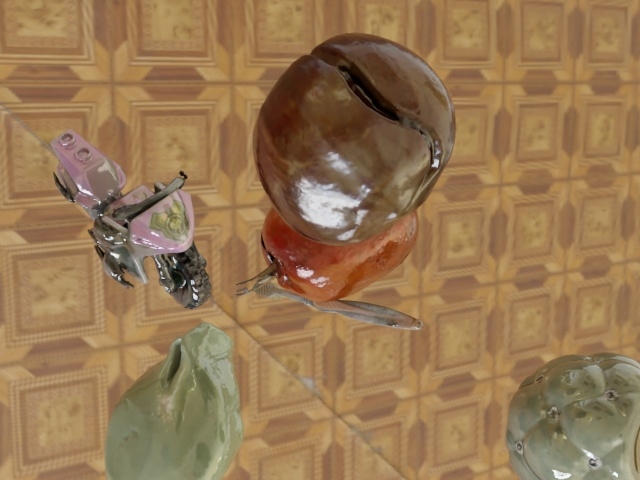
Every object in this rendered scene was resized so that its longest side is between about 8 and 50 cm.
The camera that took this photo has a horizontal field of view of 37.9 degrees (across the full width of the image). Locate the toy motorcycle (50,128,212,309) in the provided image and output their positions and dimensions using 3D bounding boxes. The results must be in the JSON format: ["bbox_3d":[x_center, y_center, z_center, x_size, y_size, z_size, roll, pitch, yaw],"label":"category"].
[{"bbox_3d":[-0.266,-0.048,1.305,0.143,0.327,0.188,-36,154,-26],"label":"toy motorcycle"}]

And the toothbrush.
[{"bbox_3d":[0.016,0.098,1.419,0.037,0.375,0.028,26,79,-39],"label":"toothbrush"}]

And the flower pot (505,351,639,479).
[{"bbox_3d":[0.391,0.276,1.312,0.246,0.195,0.246,-1,92,-38],"label":"flower pot"}]

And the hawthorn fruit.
[{"bbox_3d":[0.000,0.000,1.389,0.299,0.211,0.211,-39,118,-10],"label":"hawthorn fruit"}]

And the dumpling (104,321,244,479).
[{"bbox_3d":[-0.236,0.303,1.510,0.320,0.270,0.212,-44,106,8],"label":"dumpling"}]

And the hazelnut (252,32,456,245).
[{"bbox_3d":[0.045,-0.107,1.030,0.218,0.218,0.234,12,131,-35],"label":"hazelnut"}]
